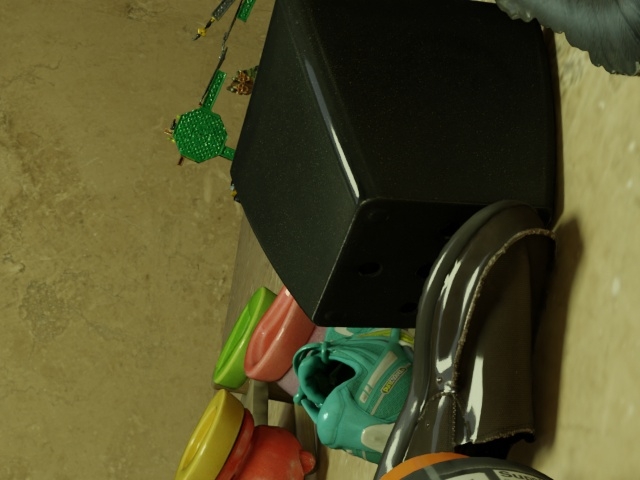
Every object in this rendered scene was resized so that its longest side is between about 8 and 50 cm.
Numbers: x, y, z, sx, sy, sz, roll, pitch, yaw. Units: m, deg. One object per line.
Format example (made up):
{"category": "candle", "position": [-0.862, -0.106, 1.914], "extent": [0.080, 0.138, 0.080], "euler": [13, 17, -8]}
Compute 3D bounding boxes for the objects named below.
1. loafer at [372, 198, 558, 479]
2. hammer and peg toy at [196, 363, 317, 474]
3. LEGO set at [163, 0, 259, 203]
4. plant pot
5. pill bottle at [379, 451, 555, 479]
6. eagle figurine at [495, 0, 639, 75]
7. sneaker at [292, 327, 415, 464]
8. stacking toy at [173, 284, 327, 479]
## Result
{"category": "loafer", "position": [0.099, 0.086, 0.556], "extent": [0.078, 0.080, 0.220], "euler": [24, 104, 47]}
{"category": "hammer and peg toy", "position": [-0.097, 0.279, 1.271], "extent": [0.266, 0.127, 0.361], "euler": [-94, 18, -58]}
{"category": "LEGO set", "position": [-0.045, -0.196, 1.201], "extent": [0.192, 0.255, 0.331], "euler": [-162, 87, -81]}
{"category": "plant pot", "position": [0.053, -0.041, 0.652], "extent": [0.188, 0.188, 0.167], "euler": [112, 154, -47]}
{"category": "pill bottle", "position": [0.075, 0.168, 0.375], "extent": [0.245, 0.131, 0.130], "euler": [-128, 50, -79]}
{"category": "eagle figurine", "position": [0.110, -0.235, 0.556], "extent": [0.225, 0.298, 0.226], "euler": [-49, -42, -29]}
{"category": "sneaker", "position": [0.031, 0.102, 0.778], "extent": [0.275, 0.110, 0.107], "euler": [-125, 47, -78]}
{"category": "stacking toy", "position": [-0.025, 0.138, 1.084], "extent": [0.309, 0.130, 0.279], "euler": [-56, 11, 30]}
